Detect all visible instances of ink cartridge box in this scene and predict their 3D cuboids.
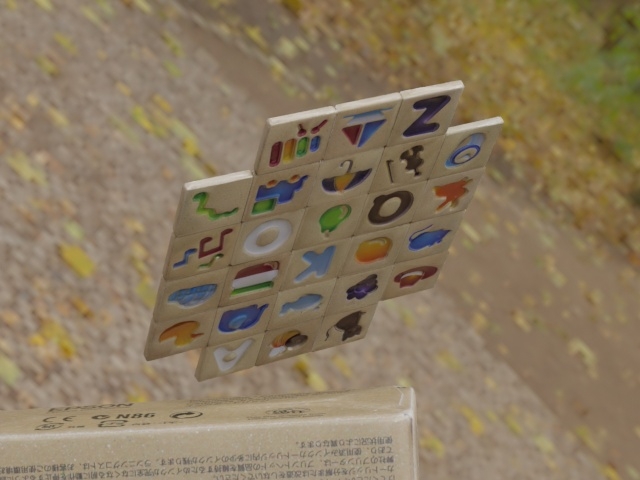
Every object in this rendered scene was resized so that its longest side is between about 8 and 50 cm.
[{"bbox_3d":[-0.060,0.181,0.895,0.088,0.235,0.193,-62,149,-84],"label":"ink cartridge box"}]

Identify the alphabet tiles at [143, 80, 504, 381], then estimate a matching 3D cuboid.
[{"bbox_3d":[0.000,0.000,1.432,0.285,0.342,0.011,-14,57,-25],"label":"alphabet tiles"}]
